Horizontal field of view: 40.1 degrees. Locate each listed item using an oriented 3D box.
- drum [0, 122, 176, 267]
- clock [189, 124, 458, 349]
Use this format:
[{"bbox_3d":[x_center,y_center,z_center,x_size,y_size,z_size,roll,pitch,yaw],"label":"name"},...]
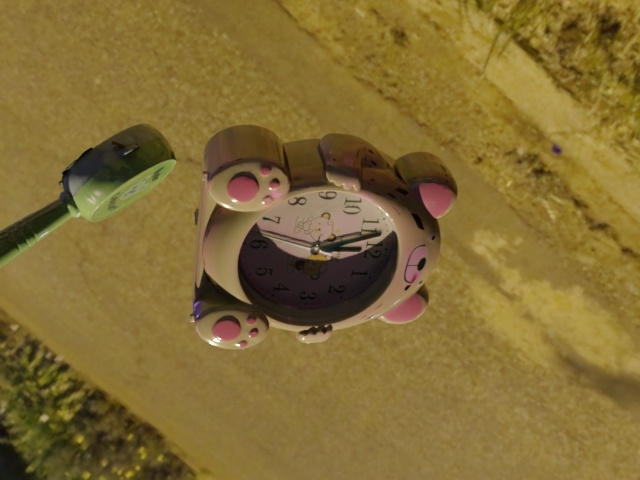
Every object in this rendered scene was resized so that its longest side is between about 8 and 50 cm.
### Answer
[{"bbox_3d":[-0.257,-0.029,0.879,0.049,0.253,0.130,54,174,1],"label":"drum"},{"bbox_3d":[0.000,0.000,1.076,0.114,0.309,0.284,-108,23,-55],"label":"clock"}]
